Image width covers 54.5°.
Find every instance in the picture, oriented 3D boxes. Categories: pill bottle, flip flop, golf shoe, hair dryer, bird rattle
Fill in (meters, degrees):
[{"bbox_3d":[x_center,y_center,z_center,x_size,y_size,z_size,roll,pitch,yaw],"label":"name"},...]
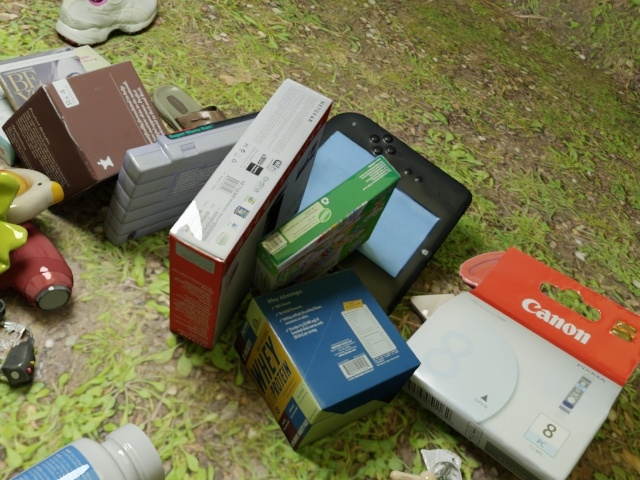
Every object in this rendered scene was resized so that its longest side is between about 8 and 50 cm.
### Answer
[{"bbox_3d":[-0.300,0.312,0.726,0.222,0.124,0.124,-28,64,-40],"label":"pill bottle"},{"bbox_3d":[-0.255,-0.261,1.335,0.277,0.080,0.112,43,46,18],"label":"flip flop"},{"bbox_3d":[-0.493,-0.568,1.484,0.115,0.140,0.306,31,42,9],"label":"golf shoe"},{"bbox_3d":[-0.486,0.060,0.917,0.224,0.080,0.293,15,42,-8],"label":"hair dryer"},{"bbox_3d":[-0.518,-0.051,0.950,0.254,0.143,0.207,9,29,34],"label":"bird rattle"}]

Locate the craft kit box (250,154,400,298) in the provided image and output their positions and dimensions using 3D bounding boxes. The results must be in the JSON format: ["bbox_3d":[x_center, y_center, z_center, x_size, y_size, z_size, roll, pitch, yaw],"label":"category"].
[{"bbox_3d":[0.000,0.000,1.022,0.250,0.246,0.061,-36,79,-20],"label":"craft kit box"}]

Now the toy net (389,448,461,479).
[{"bbox_3d":[0.149,0.378,0.904,0.232,0.045,0.122,-21,59,-38],"label":"toy net"}]

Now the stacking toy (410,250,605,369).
[{"bbox_3d":[0.339,0.190,1.188,0.280,0.130,0.308,-20,52,-6],"label":"stacking toy"}]

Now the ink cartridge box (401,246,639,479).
[{"bbox_3d":[0.356,0.179,1.052,0.308,0.091,0.385,33,63,28],"label":"ink cartridge box"}]

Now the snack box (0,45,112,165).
[{"bbox_3d":[-0.533,-0.280,1.239,0.187,0.060,0.322,40,45,12],"label":"snack box"}]

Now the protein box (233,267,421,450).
[{"bbox_3d":[0.006,0.180,0.985,0.200,0.136,0.201,-15,56,-34],"label":"protein box"}]

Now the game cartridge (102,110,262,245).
[{"bbox_3d":[-0.203,-0.124,1.115,0.355,0.230,0.068,-25,68,-40],"label":"game cartridge"}]

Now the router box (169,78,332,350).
[{"bbox_3d":[-0.113,-0.035,0.970,0.082,0.301,0.335,27,57,4],"label":"router box"}]

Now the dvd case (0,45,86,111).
[{"bbox_3d":[-0.483,-0.249,1.165,0.165,0.018,0.221,-34,97,-44],"label":"dvd case"}]

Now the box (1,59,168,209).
[{"bbox_3d":[-0.397,-0.176,1.060,0.167,0.203,0.168,-36,105,-44],"label":"box"}]

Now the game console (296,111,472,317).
[{"bbox_3d":[0.077,-0.062,1.231,0.342,0.060,0.386,35,63,11],"label":"game console"}]
